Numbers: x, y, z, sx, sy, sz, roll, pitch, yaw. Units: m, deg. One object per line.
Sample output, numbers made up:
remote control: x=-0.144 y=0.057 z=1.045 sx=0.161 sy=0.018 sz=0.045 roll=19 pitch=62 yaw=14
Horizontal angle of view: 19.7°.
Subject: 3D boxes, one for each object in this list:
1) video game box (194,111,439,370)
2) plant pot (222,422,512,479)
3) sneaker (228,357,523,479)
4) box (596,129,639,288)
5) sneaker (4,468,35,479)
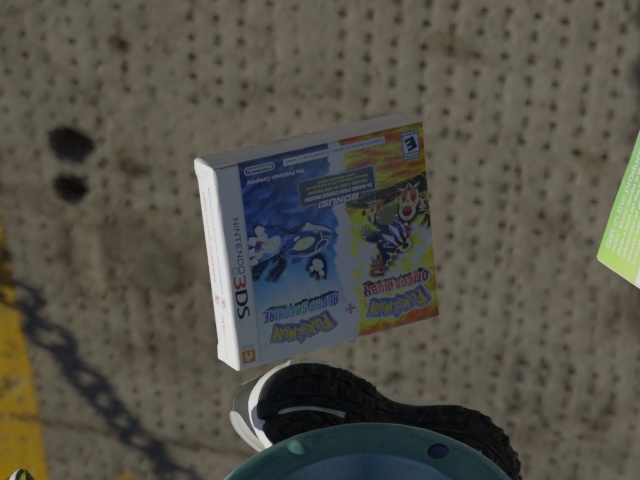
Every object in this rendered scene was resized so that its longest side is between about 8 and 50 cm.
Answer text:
video game box: x=0.000 y=0.000 z=1.608 sx=0.205 sy=0.048 sz=0.187 roll=-14 pitch=112 yaw=-22
plant pot: x=0.030 y=0.247 z=0.996 sx=0.271 sy=0.272 sz=0.255 roll=4 pitch=129 yaw=13
sneaker: x=0.049 y=0.165 z=1.473 sx=0.271 sy=0.100 sz=0.108 roll=27 pitch=164 yaw=-24
box: x=0.290 y=-0.048 z=1.145 sx=0.058 sy=0.322 sz=0.232 roll=13 pitch=102 yaw=-19
sneaker: x=-0.228 y=0.200 z=1.314 sx=0.035 sy=0.083 sz=0.031 roll=-29 pitch=110 yaw=27
